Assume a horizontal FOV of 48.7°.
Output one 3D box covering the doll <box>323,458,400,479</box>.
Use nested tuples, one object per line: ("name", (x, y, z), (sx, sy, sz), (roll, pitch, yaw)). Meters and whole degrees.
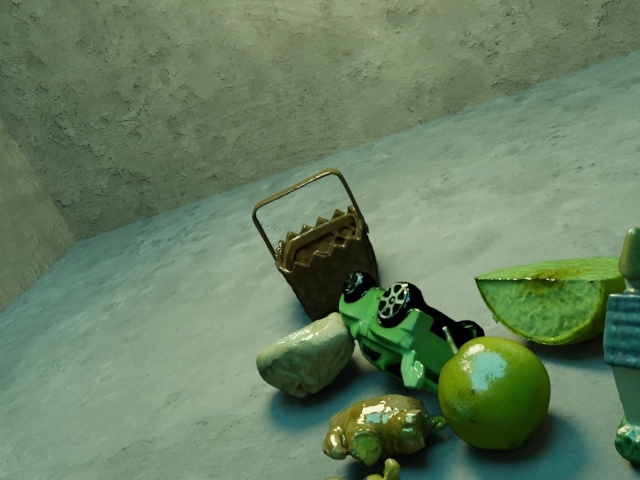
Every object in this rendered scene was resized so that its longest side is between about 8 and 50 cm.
("doll", (0.045, 0.408, 1.125), (0.179, 0.102, 0.089), (-32, 61, -18))

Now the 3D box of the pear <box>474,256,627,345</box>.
("pear", (0.472, 0.100, 1.318), (0.239, 0.139, 0.288), (-22, 11, -37))

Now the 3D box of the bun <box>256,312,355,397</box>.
("bun", (-0.021, 0.249, 1.487), (0.231, 0.133, 0.231), (-25, -3, -1))

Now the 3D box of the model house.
("model house", (0.503, 0.121, 0.958), (0.267, 0.325, 0.194), (-40, 24, -33))

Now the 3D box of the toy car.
("toy car", (0.165, 0.187, 1.359), (0.358, 0.213, 0.176), (13, 73, 61))

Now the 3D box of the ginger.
("ginger", (0.112, 0.319, 1.209), (0.216, 0.102, 0.157), (-11, -3, 7))

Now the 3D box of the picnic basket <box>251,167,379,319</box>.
("picnic basket", (0.000, 0.000, 1.808), (0.254, 0.321, 0.291), (-25, 19, 9))

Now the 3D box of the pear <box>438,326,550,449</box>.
("pear", (0.261, 0.228, 1.139), (0.180, 0.216, 0.166), (-46, -19, 1))
